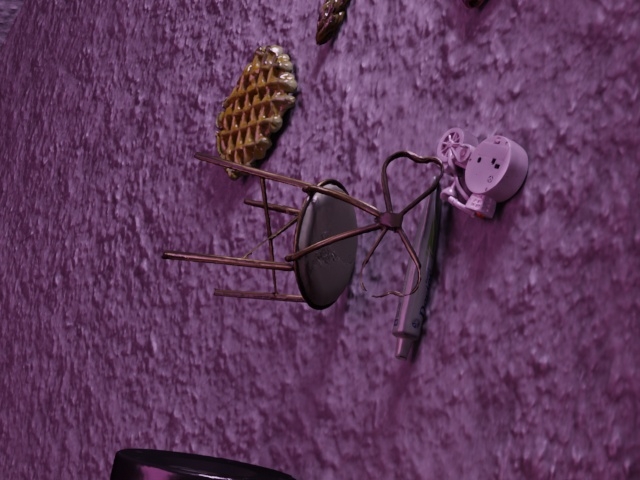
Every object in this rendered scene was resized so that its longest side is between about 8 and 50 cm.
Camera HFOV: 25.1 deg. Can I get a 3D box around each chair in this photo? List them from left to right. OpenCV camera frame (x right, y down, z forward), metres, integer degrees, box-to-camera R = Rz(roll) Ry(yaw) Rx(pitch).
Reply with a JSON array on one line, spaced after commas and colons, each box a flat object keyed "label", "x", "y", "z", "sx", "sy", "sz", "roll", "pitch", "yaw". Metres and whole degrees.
[{"label": "chair", "x": 0.000, "y": 0.000, "z": 1.589, "sx": 0.326, "sy": 0.170, "sz": 0.159, "roll": 6, "pitch": 69, "yaw": 29}]

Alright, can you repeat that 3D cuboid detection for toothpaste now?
[{"label": "toothpaste", "x": 0.104, "y": 0.029, "z": 1.503, "sx": 0.048, "sy": 0.029, "sz": 0.197, "roll": 52, "pitch": -131, "yaw": -70}]

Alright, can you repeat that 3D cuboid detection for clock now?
[{"label": "clock", "x": 0.157, "y": -0.072, "z": 1.472, "sx": 0.087, "sy": 0.041, "sz": 0.129, "roll": -63, "pitch": 33, "yaw": 5}]

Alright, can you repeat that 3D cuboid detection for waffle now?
[{"label": "waffle", "x": -0.091, "y": -0.178, "z": 1.992, "sx": 0.183, "sy": 0.036, "sz": 0.169, "roll": -53, "pitch": 34, "yaw": 31}]

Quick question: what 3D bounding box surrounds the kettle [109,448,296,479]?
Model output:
[{"label": "kettle", "x": -0.123, "y": 0.377, "z": 1.546, "sx": 0.207, "sy": 0.251, "sz": 0.271, "roll": 68, "pitch": -148, "yaw": -86}]

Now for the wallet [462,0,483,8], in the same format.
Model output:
[{"label": "wallet", "x": 0.180, "y": -0.371, "z": 1.655, "sx": 0.119, "sy": 0.025, "sz": 0.232, "roll": -52, "pitch": 31, "yaw": 30}]

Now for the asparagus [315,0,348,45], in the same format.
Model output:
[{"label": "asparagus", "x": 0.028, "y": -0.332, "z": 1.886, "sx": 0.030, "sy": 0.036, "sz": 0.165, "roll": 22, "pitch": 89, "yaw": 47}]
